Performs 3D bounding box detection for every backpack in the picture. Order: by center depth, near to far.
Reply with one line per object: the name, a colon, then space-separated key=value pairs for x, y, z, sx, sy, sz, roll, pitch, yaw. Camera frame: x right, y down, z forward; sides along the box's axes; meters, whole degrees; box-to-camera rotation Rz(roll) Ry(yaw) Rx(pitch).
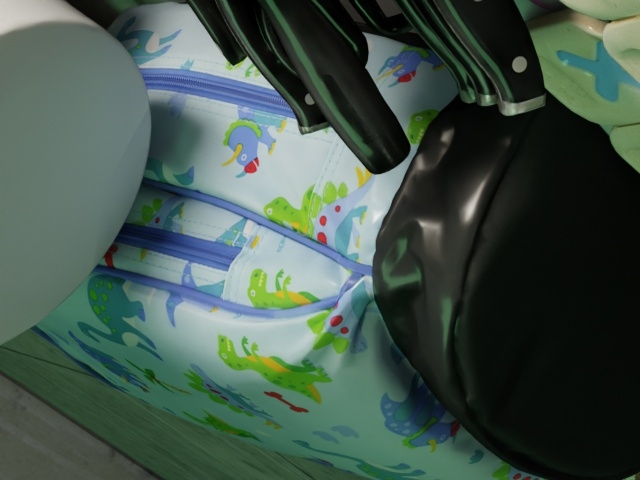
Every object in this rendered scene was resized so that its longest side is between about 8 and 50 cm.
backpack: x=0.000 y=0.000 z=0.901 sx=0.355 sy=0.273 sz=0.290 roll=35 pitch=178 yaw=38

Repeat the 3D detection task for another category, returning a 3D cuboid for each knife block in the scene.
knife block: x=-0.027 y=-0.146 z=0.562 sx=0.242 sy=0.088 sz=0.276 roll=47 pitch=171 yaw=21

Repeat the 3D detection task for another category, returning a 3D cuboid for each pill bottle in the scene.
pill bottle: x=-0.279 y=-0.117 z=0.848 sx=0.407 sy=0.229 sz=0.229 roll=35 pitch=169 yaw=31

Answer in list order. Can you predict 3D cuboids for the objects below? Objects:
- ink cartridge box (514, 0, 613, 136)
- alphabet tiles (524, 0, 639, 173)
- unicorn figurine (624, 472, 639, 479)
ink cartridge box: x=0.251 y=-0.028 z=0.617 sx=0.324 sy=0.071 sz=0.330 roll=11 pitch=154 yaw=50
alphabet tiles: x=0.185 y=-0.029 z=0.562 sx=0.284 sy=0.021 sz=0.278 roll=40 pitch=163 yaw=-20
unicorn figurine: x=0.222 y=0.160 z=1.318 sx=0.111 sy=0.060 sz=0.162 roll=22 pitch=179 yaw=27
